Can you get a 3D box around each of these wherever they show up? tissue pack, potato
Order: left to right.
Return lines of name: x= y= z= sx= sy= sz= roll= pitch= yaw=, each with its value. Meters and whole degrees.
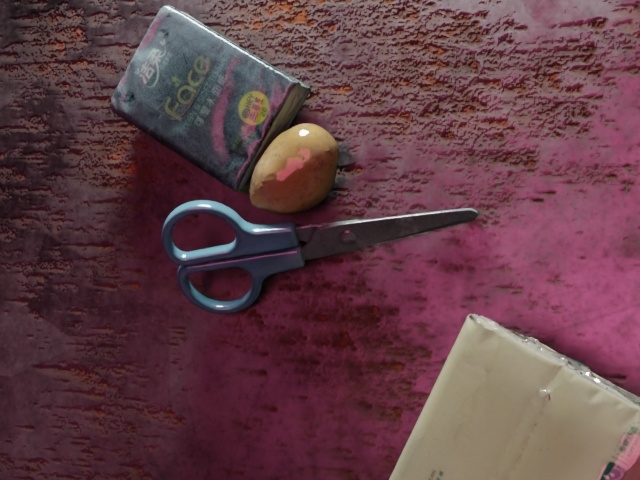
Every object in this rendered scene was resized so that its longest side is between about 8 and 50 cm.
tissue pack: x=-0.166 y=-0.210 z=1.599 sx=0.257 sy=0.081 sz=0.185 roll=33 pitch=98 yaw=20
potato: x=-0.034 y=-0.097 z=1.524 sx=0.112 sy=0.112 sz=0.147 roll=47 pitch=110 yaw=18
tissue pack: x=0.245 y=0.322 z=1.297 sx=0.297 sy=0.207 sz=0.380 roll=27 pitch=94 yaw=39

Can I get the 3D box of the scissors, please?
scissors: x=0.000 y=0.000 z=1.510 sx=0.447 sy=0.029 sz=0.193 roll=-10 pitch=123 yaw=12
